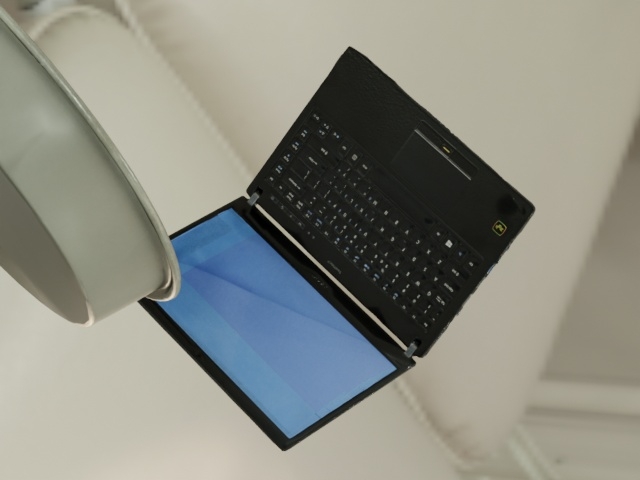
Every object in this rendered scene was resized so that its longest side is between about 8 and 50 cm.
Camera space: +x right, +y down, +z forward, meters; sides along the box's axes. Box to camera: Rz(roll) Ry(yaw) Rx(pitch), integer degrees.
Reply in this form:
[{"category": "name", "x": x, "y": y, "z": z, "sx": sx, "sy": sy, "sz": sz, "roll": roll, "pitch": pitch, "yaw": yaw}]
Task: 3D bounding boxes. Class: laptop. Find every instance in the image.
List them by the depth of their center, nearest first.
[{"category": "laptop", "x": 0.000, "y": 0.000, "z": 1.576, "sx": 0.264, "sy": 0.234, "sz": 0.136, "roll": -54, "pitch": 156, "yaw": 17}]

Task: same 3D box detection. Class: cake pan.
[{"category": "cake pan", "x": -0.197, "y": -0.063, "z": 1.076, "sx": 0.054, "sy": 0.293, "sz": 0.293, "roll": -41, "pitch": 127, "yaw": -16}]
